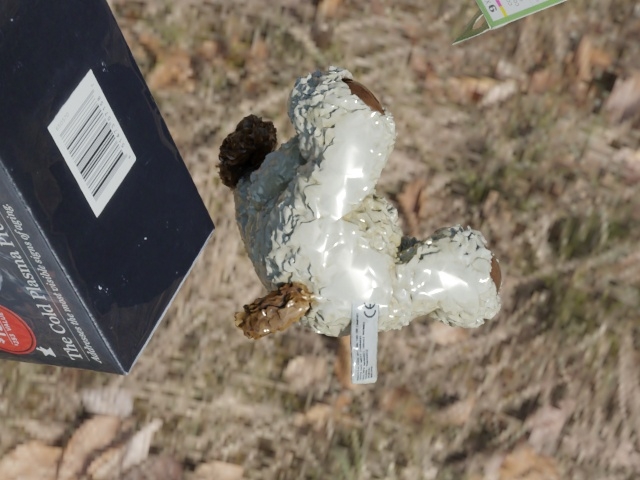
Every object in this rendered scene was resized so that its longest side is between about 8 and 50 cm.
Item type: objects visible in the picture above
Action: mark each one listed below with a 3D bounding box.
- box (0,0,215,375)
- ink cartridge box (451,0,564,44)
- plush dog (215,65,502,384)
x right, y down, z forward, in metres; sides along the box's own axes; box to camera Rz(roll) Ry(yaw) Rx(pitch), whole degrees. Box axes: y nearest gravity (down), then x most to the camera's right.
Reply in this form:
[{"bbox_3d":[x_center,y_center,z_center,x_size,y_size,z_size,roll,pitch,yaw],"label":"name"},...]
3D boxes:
[{"bbox_3d":[-0.305,-0.077,1.302,0.312,0.343,0.179,5,47,30],"label":"box"},{"bbox_3d":[0.237,-0.302,1.831,0.062,0.209,0.109,57,39,-19],"label":"ink cartridge box"},{"bbox_3d":[0.000,0.000,1.397,0.210,0.225,0.262,-41,104,-5],"label":"plush dog"}]
